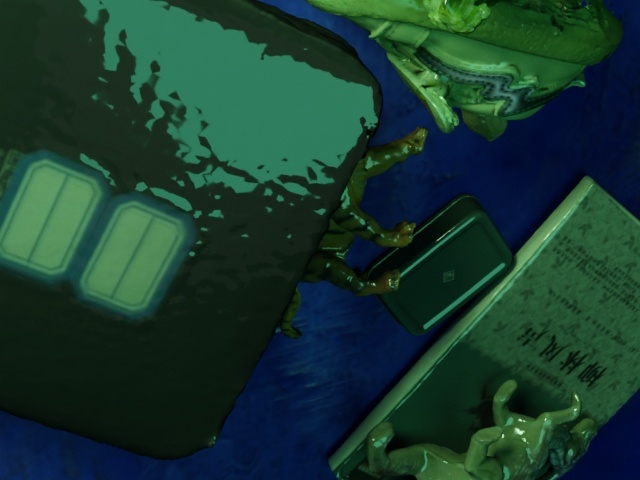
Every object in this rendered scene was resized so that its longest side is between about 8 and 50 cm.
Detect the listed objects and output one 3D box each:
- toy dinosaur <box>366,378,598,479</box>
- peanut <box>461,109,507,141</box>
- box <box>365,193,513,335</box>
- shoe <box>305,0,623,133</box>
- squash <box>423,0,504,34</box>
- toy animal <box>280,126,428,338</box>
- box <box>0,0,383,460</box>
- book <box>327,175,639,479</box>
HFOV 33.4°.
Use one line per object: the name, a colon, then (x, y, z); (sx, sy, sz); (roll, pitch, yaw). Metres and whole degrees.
toy dinosaur: (0.161, 0.222, 1.041); (0.294, 0.077, 0.162); (-15, 126, -15)
peanut: (0.130, -0.112, 0.878); (0.037, 0.037, 0.083); (-34, 135, -1)
box: (0.109, 0.025, 0.958); (0.126, 0.031, 0.091); (-38, 129, 0)
shoe: (0.096, -0.157, 0.765); (0.262, 0.140, 0.128); (5, 125, -22)
squash: (0.182, -0.282, 0.695); (0.378, 0.101, 0.101); (-53, 129, -13)
toy animal: (0.000, 0.004, 0.855); (0.116, 0.114, 0.255); (14, 128, -7)
box: (-0.172, -0.033, 0.716); (0.350, 0.091, 0.359); (21, 112, -16)
book: (0.213, 0.138, 1.080); (0.264, 0.031, 0.379); (31, 104, -35)
